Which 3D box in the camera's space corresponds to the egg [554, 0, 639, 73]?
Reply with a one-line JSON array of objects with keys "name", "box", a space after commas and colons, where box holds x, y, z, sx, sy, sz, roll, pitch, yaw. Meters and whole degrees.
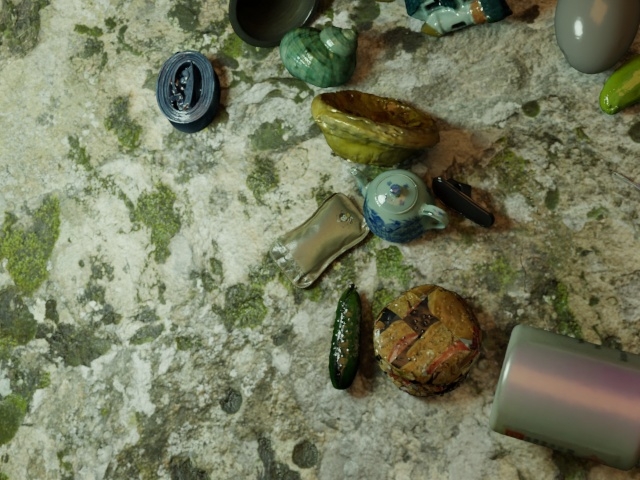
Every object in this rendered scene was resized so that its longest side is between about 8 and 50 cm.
[{"name": "egg", "box": [0.588, -0.468, 1.837, 0.176, 0.176, 0.232, 10, 87, 13]}]

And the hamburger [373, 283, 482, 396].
[{"name": "hamburger", "box": [0.218, 0.204, 1.760, 0.231, 0.107, 0.231, -3, 67, 7]}]

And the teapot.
[{"name": "teapot", "box": [0.167, -0.083, 1.823, 0.232, 0.159, 0.159, 28, 81, 15]}]

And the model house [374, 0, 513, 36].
[{"name": "model house", "box": [0.247, -0.569, 1.915, 0.291, 0.253, 0.184, -16, 58, 24]}]

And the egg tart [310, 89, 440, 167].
[{"name": "egg tart", "box": [0.113, -0.235, 1.850, 0.290, 0.290, 0.115, 20, 115, 15]}]

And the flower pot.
[{"name": "flower pot", "box": [-0.131, -0.585, 2.007, 0.235, 0.235, 0.148, -35, 51, 0]}]

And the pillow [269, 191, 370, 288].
[{"name": "pillow", "box": [0.000, 0.000, 1.891, 0.217, 0.033, 0.130, -39, 79, -2]}]

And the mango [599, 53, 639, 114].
[{"name": "mango", "box": [0.665, -0.334, 1.837, 0.165, 0.074, 0.091, -43, 73, -3]}]

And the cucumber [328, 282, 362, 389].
[{"name": "cucumber", "box": [0.055, 0.200, 1.812, 0.069, 0.069, 0.227, 3, 71, 12]}]

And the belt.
[{"name": "belt", "box": [-0.310, -0.355, 2.026, 0.141, 0.082, 0.190, 2, 76, 6]}]

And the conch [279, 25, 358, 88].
[{"name": "conch", "box": [-0.002, -0.428, 1.969, 0.188, 0.122, 0.176, -8, 60, 6]}]

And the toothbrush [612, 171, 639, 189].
[{"name": "toothbrush", "box": [0.672, -0.112, 1.806, 0.131, 0.013, 0.011, 31, 72, 18]}]

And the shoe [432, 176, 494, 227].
[{"name": "shoe", "box": [0.312, -0.089, 1.848, 0.159, 0.062, 0.053, 38, 58, 17]}]

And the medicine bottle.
[{"name": "medicine bottle", "box": [0.526, 0.304, 1.608, 0.388, 0.219, 0.219, 13, 77, 14]}]
